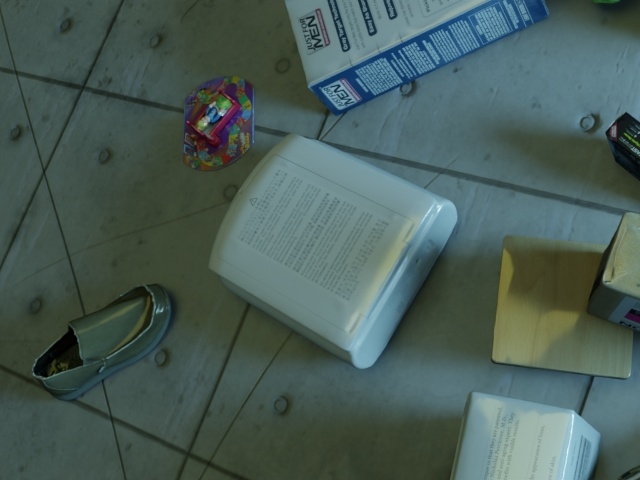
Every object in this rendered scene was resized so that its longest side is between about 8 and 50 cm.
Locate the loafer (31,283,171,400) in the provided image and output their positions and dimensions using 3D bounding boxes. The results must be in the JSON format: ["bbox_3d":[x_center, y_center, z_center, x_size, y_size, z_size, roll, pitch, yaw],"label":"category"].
[{"bbox_3d":[-0.334,0.153,1.429,0.251,0.087,0.094,-40,59,7],"label":"loafer"}]

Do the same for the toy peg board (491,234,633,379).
[{"bbox_3d":[0.300,0.088,1.168,0.161,0.079,0.161,6,74,11],"label":"toy peg board"}]

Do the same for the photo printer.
[{"bbox_3d":[0.000,0.000,1.314,0.308,0.107,0.256,27,84,32],"label":"photo printer"}]

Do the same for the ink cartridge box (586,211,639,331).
[{"bbox_3d":[0.417,0.063,1.011,0.235,0.193,0.088,19,80,15],"label":"ink cartridge box"}]

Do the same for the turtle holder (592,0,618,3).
[{"bbox_3d":[0.482,-0.351,1.140,0.320,0.243,0.227,13,98,18],"label":"turtle holder"}]

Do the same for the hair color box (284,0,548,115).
[{"bbox_3d":[0.134,-0.341,1.378,0.347,0.105,0.173,-22,63,16],"label":"hair color box"}]

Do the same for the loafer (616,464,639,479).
[{"bbox_3d":[0.442,0.244,1.023,0.268,0.084,0.096,-30,61,13],"label":"loafer"}]

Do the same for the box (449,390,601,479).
[{"bbox_3d":[0.228,0.279,1.057,0.119,0.181,0.181,7,75,28],"label":"box"}]

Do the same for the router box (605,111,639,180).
[{"bbox_3d":[0.412,-0.094,1.160,0.038,0.092,0.122,-45,58,5],"label":"router box"}]

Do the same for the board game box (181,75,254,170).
[{"bbox_3d":[-0.172,-0.196,1.515,0.133,0.033,0.168,-10,68,23],"label":"board game box"}]
